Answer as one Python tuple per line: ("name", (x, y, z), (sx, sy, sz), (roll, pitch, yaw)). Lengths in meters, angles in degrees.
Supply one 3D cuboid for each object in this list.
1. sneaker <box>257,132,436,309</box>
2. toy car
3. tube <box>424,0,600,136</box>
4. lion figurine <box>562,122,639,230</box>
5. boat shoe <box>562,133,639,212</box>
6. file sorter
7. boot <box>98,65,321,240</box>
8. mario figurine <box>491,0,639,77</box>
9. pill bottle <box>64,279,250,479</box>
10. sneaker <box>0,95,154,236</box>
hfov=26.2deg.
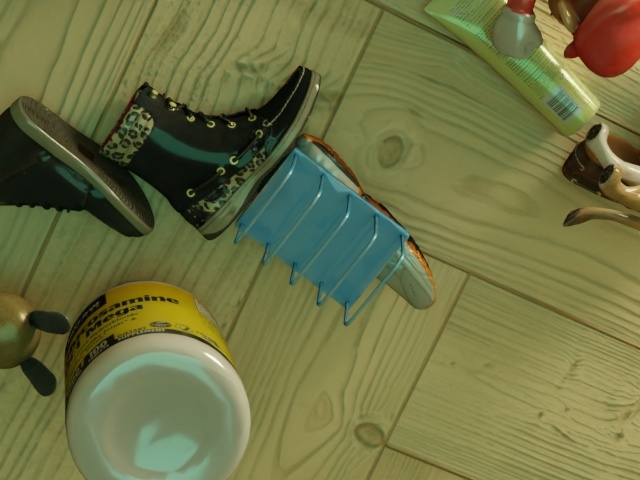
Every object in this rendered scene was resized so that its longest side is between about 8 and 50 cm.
("sneaker", (0.030, -0.002, 1.668), (0.121, 0.099, 0.262), (-41, 99, 8))
("toy car", (-0.375, 0.104, 1.549), (0.188, 0.149, 0.155), (21, 110, 14))
("tube", (0.239, -0.230, 1.670), (0.240, 0.070, 0.062), (43, 131, -12))
("lion figurine", (0.469, -0.124, 1.666), (0.240, 0.142, 0.392), (35, 83, -17))
("boat shoe", (0.405, -0.071, 1.733), (0.207, 0.073, 0.073), (24, 137, -11))
("file sorter", (0.000, 0.000, 1.569), (0.170, 0.104, 0.118), (37, 105, -8))
("boot", (-0.127, -0.140, 1.604), (0.179, 0.085, 0.236), (35, 93, -13))
("mario figurine", (0.272, -0.333, 1.620), (0.198, 0.170, 0.320), (-29, 93, 24))
("pill bottle", (-0.190, 0.152, 1.527), (0.188, 0.334, 0.187), (-2, 103, -11))
("sneaker", (-0.303, -0.061, 1.601), (0.118, 0.083, 0.222), (-39, 115, 19))
